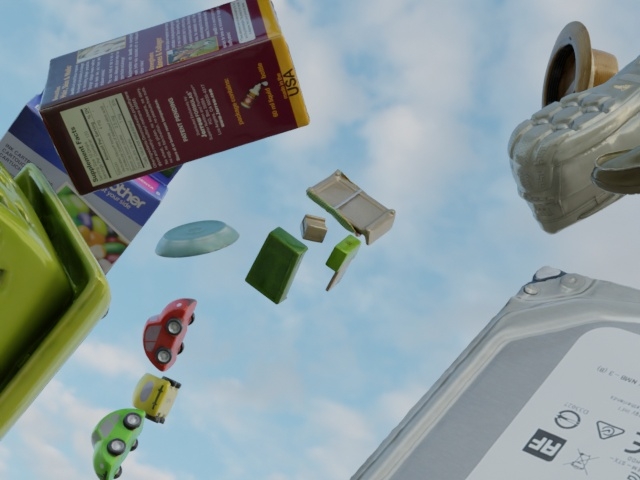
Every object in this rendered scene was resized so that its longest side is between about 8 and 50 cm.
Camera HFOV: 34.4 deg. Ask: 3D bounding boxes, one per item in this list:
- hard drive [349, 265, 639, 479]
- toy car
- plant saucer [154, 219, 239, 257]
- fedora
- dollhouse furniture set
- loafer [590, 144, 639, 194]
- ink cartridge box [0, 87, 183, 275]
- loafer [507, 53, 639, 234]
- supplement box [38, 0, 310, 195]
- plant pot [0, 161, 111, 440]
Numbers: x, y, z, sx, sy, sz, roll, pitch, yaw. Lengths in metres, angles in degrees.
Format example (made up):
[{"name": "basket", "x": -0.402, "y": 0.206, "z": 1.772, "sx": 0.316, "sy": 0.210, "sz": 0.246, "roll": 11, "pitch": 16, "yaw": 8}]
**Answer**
[{"name": "hard drive", "x": 0.098, "y": 0.152, "z": 0.372, "sx": 0.237, "sy": 0.339, "sz": 0.064, "roll": 19, "pitch": -42, "yaw": 38}, {"name": "toy car", "x": -0.234, "y": 0.204, "z": 1.301, "sx": 0.053, "sy": 0.225, "sz": 0.239, "roll": 23, "pitch": -45, "yaw": 6}, {"name": "plant saucer", "x": -0.172, "y": -0.006, "z": 1.427, "sx": 0.119, "sy": 0.119, "sz": 0.021, "roll": -2, "pitch": -72, "yaw": 25}, {"name": "fedora", "x": 0.382, "y": -0.223, "z": 1.499, "sx": 0.079, "sy": 0.194, "sz": 0.194, "roll": 5, "pitch": -41, "yaw": -5}, {"name": "dollhouse furniture set", "x": 0.000, "y": 0.000, "z": 0.920, "sx": 0.076, "sy": 0.152, "sz": 0.058, "roll": 36, "pitch": -55, "yaw": 13}, {"name": "loafer", "x": 0.280, "y": -0.071, "z": 0.816, "sx": 0.148, "sy": 0.056, "sz": 0.050, "roll": -6, "pitch": -69, "yaw": 43}, {"name": "ink cartridge box", "x": -0.311, "y": -0.030, "z": 1.189, "sx": 0.186, "sy": 0.065, "sz": 0.311, "roll": 37, "pitch": -75, "yaw": -11}, {"name": "loafer", "x": 0.322, "y": -0.113, "z": 0.990, "sx": 0.320, "sy": 0.112, "sz": 0.111, "roll": -27, "pitch": -63, "yaw": -12}, {"name": "supplement box", "x": -0.113, "y": -0.116, "z": 0.807, "sx": 0.188, "sy": 0.104, "sz": 0.080, "roll": -17, "pitch": -58, "yaw": 1}, {"name": "plant pot", "x": -0.294, "y": 0.023, "z": 0.734, "sx": 0.228, "sy": 0.227, "sz": 0.207, "roll": -51, "pitch": -49, "yaw": 5}]
